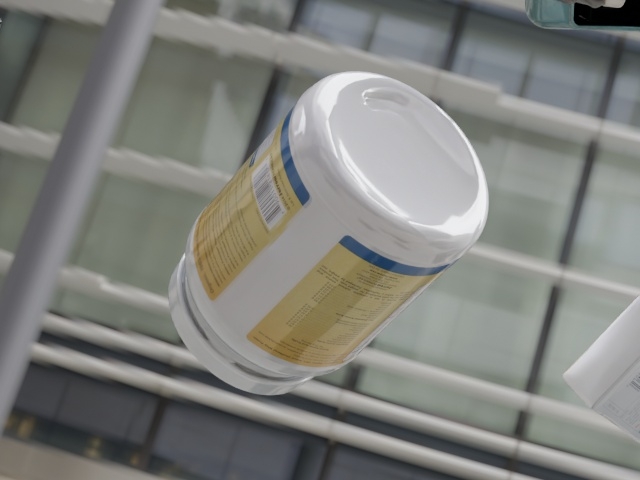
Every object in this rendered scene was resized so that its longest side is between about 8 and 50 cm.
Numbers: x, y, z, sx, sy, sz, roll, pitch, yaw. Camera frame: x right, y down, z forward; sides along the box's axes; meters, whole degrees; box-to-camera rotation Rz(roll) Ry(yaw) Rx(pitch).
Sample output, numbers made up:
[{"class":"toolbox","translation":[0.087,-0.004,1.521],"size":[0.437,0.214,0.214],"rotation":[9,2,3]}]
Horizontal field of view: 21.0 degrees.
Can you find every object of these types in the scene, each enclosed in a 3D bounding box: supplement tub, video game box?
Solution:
[{"class":"supplement tub","translation":[0.000,0.000,1.133],"size":[0.144,0.144,0.199],"rotation":[26,-47,-20]},{"class":"video game box","translation":[0.301,0.071,1.266],"size":[0.187,0.205,0.048],"rotation":[37,9,-42]}]

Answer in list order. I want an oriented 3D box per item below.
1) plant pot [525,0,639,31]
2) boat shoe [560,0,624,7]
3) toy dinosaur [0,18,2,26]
[{"class":"plant pot","translation":[0.276,-0.273,1.622],"size":[0.166,0.165,0.234],"rotation":[0,3,-11]},{"class":"boat shoe","translation":[0.161,-0.253,1.244],"size":[0.095,0.335,0.112],"rotation":[5,-65,0]},{"class":"toy dinosaur","translation":[-0.239,-0.069,0.621],"size":[0.218,0.164,0.322],"rotation":[17,21,-2]}]
